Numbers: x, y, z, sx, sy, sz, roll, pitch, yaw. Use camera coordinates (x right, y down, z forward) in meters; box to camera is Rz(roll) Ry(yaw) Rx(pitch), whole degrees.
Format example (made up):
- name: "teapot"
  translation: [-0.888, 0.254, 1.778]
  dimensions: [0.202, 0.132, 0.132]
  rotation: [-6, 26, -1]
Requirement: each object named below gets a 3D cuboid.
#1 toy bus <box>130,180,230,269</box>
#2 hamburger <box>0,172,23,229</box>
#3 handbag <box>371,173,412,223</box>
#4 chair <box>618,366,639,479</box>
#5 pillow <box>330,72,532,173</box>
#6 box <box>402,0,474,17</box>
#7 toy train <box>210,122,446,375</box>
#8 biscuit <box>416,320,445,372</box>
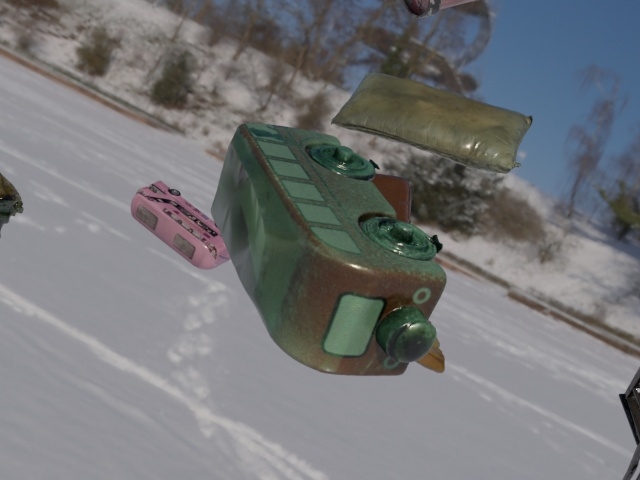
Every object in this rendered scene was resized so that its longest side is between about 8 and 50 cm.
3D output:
- name: "toy bus"
  translation: [-0.246, -0.027, 1.578]
  dimensions: [0.203, 0.063, 0.090]
  rotation: [36, 34, 18]
- name: "hamburger"
  translation: [-0.605, -0.127, 1.416]
  dimensions: [0.309, 0.132, 0.211]
  rotation: [40, -16, 41]
- name: "handbag"
  translation: [0.070, -0.045, 1.418]
  dimensions: [0.151, 0.072, 0.193]
  rotation: [10, 30, 4]
- name: "chair"
  translation: [0.477, 0.273, 1.274]
  dimensions: [0.084, 0.101, 0.212]
  rotation: [-2, -37, -2]
- name: "pillow"
  translation: [0.187, -0.191, 1.419]
  dimensions: [0.302, 0.075, 0.185]
  rotation: [18, 39, 14]
- name: "box"
  translation: [0.238, -0.513, 1.702]
  dimensions: [0.135, 0.151, 0.151]
  rotation: [-13, 13, -14]
- name: "toy train"
  translation: [0.000, 0.000, 0.849]
  dimensions: [0.159, 0.129, 0.326]
  rotation: [5, 30, -26]
- name: "biscuit"
  translation: [0.137, 0.126, 1.543]
  dimensions: [0.154, 0.045, 0.299]
  rotation: [34, 14, -10]
